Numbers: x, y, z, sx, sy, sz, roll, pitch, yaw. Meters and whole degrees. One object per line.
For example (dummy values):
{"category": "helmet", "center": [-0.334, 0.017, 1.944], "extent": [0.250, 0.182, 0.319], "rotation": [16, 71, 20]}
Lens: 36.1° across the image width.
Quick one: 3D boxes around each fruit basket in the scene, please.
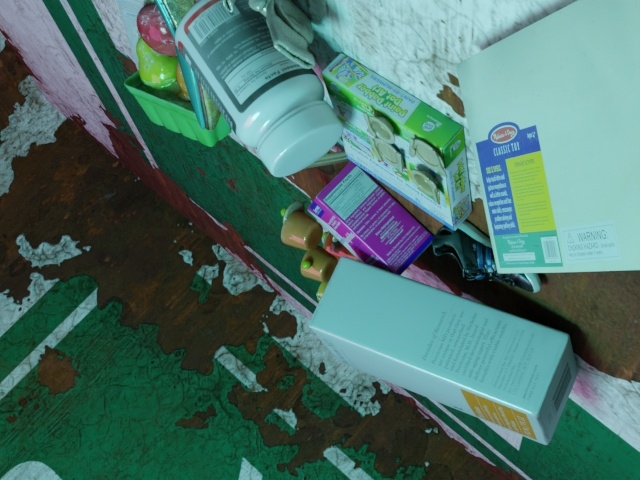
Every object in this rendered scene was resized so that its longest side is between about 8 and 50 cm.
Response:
{"category": "fruit basket", "center": [-0.265, -0.374, 1.905], "extent": [0.327, 0.165, 0.353], "rotation": [24, 136, 34]}

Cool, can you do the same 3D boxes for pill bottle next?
{"category": "pill bottle", "center": [-0.095, -0.252, 1.564], "extent": [0.283, 0.161, 0.161], "rotation": [56, 169, 14]}

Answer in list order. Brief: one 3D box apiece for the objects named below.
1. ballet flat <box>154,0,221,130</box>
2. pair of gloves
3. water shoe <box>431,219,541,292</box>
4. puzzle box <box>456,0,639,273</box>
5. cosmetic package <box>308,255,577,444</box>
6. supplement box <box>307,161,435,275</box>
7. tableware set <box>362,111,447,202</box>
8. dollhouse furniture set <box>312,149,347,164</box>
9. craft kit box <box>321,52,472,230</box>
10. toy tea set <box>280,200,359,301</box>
{"category": "ballet flat", "center": [-0.210, -0.356, 1.702], "extent": [0.123, 0.123, 0.349], "rotation": [26, 142, 52]}
{"category": "pair of gloves", "center": [-0.100, -0.361, 1.443], "extent": [0.240, 0.042, 0.204], "rotation": [35, -158, -23]}
{"category": "water shoe", "center": [0.279, 0.043, 1.668], "extent": [0.203, 0.080, 0.073], "rotation": [36, 165, 29]}
{"category": "puzzle box", "center": [0.273, -0.104, 1.039], "extent": [0.409, 0.052, 0.272], "rotation": [173, 86, -73]}
{"category": "cosmetic package", "center": [0.231, 0.203, 1.835], "extent": [0.453, 0.162, 0.230], "rotation": [19, 163, 26]}
{"category": "supplement box", "center": [0.096, -0.033, 1.898], "extent": [0.220, 0.114, 0.111], "rotation": [45, 165, 2]}
{"category": "tableware set", "center": [0.128, -0.129, 1.500], "extent": [0.168, 0.020, 0.141], "rotation": [37, 164, 27]}
{"category": "dollhouse furniture set", "center": [-0.002, -0.219, 1.803], "extent": [0.144, 0.123, 0.151], "rotation": [164, 96, -74]}
{"category": "craft kit box", "center": [0.126, -0.155, 1.579], "extent": [0.250, 0.061, 0.247], "rotation": [37, 167, 26]}
{"category": "toy tea set", "center": [0.000, 0.000, 2.087], "extent": [0.124, 0.200, 0.336], "rotation": [25, 159, 31]}
